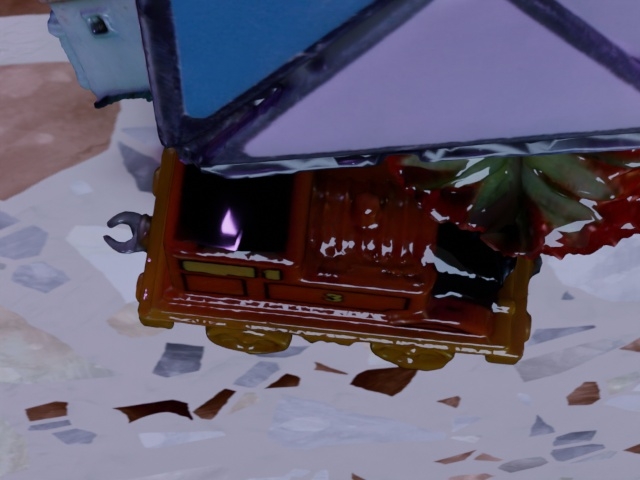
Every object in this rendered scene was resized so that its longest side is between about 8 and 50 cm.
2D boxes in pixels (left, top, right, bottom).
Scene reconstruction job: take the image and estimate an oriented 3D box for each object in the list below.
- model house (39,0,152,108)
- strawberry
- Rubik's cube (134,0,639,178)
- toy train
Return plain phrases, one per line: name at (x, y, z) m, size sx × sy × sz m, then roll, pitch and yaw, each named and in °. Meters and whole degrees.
model house at (-0.126, -0.185, 1.001) m, size 0.148 × 0.119 × 0.149 m, roll 1°, pitch 133°, yaw 36°
strawberry at (0.170, -0.118, 1.061) m, size 0.261 × 0.257 × 0.261 m, roll 12°, pitch 125°, yaw 18°
Rubik's cube at (0.050, -0.236, 0.716) m, size 0.310 × 0.307 × 0.305 m, roll -4°, pitch 149°, yaw -4°
toy train at (0.000, 0.000, 1.208) m, size 0.369 × 0.163 × 0.231 m, roll 6°, pitch 164°, yaw 2°
